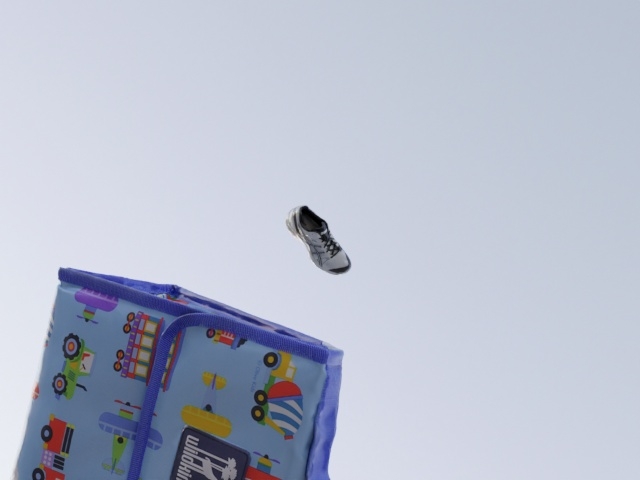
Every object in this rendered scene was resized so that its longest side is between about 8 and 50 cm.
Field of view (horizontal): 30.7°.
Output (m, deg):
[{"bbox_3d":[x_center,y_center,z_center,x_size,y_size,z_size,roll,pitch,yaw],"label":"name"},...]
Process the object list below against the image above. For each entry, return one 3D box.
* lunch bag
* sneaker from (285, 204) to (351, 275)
[{"bbox_3d":[-0.092,0.163,0.907,0.293,0.138,0.220,14,-89,40],"label":"lunch bag"},{"bbox_3d":[0.000,0.000,1.140,0.083,0.032,0.037,44,-28,-2],"label":"sneaker"}]
